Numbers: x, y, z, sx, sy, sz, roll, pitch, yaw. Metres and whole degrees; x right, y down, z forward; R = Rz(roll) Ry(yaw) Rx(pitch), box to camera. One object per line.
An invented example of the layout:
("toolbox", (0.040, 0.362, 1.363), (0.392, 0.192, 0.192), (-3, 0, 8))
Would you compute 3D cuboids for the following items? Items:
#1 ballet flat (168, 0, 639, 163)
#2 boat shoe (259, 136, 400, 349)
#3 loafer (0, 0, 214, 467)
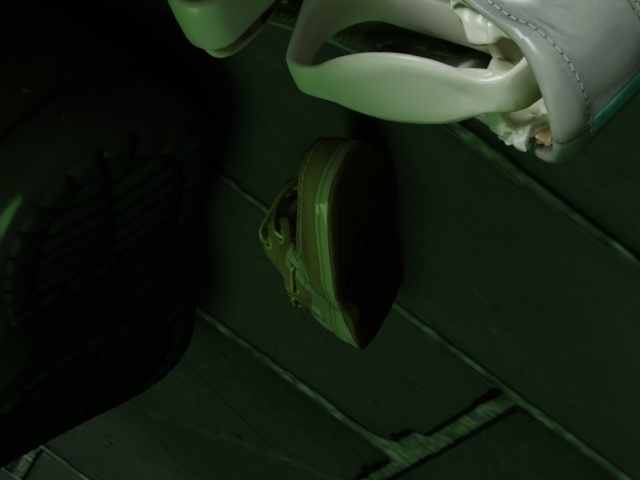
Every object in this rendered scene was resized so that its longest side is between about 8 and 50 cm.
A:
("ballet flat", (-0.005, -0.077, 0.531), (0.213, 0.068, 0.072), (23, 155, 31))
("boat shoe", (0.000, 0.000, 0.706), (0.045, 0.050, 0.135), (23, 156, 16))
("loafer", (-0.132, -0.003, 0.831), (0.130, 0.134, 0.366), (55, 152, 15))
